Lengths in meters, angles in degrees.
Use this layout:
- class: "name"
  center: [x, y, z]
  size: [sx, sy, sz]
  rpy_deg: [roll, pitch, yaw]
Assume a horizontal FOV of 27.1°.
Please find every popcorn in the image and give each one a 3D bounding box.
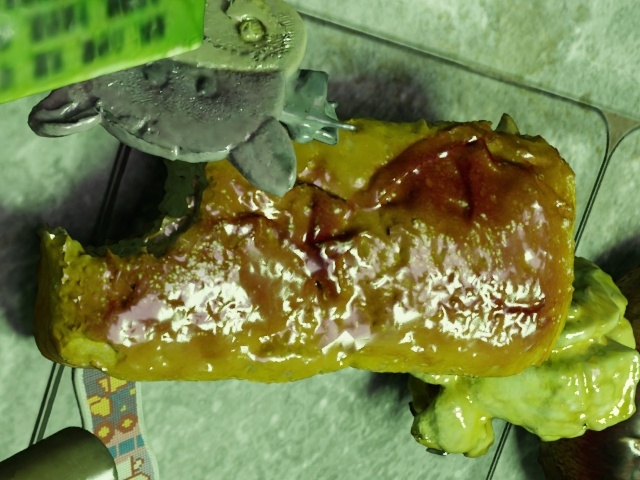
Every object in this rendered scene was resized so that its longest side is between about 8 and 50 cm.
- class: "popcorn"
  center: [0.155, 0.084, 1.076]
  size: [0.195, 0.168, 0.173]
  rpy_deg: [-7, 135, 3]

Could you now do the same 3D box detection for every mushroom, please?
- class: "mushroom"
  center: [0.320, 0.156, 1.243]
  size: [0.278, 0.163, 0.297]
  rpy_deg: [-4, 112, -31]

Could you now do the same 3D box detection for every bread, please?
- class: "bread"
  center: [0.000, 0.000, 0.880]
  size: [0.380, 0.109, 0.185]
  rpy_deg: [1, 95, -26]

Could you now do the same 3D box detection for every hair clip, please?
- class: "hair clip"
  center: [-0.065, -0.103, 0.794]
  size: [0.187, 0.056, 0.146]
  rpy_deg: [18, 66, -17]

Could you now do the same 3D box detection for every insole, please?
- class: "insole"
  center: [-0.143, 0.150, 0.936]
  size: [0.065, 0.004, 0.197]
  rpy_deg: [-19, 121, -34]

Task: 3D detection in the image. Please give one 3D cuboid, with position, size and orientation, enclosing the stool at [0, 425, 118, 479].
- class: "stool"
  center: [-0.245, 0.191, 0.708]
  size: [0.178, 0.272, 0.272]
  rpy_deg: [-23, 125, -51]

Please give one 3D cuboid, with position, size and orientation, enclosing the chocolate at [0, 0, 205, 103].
- class: "chocolate"
  center: [-0.195, -0.207, 0.601]
  size: [0.301, 0.137, 0.289]
  rpy_deg: [-24, 129, -41]
